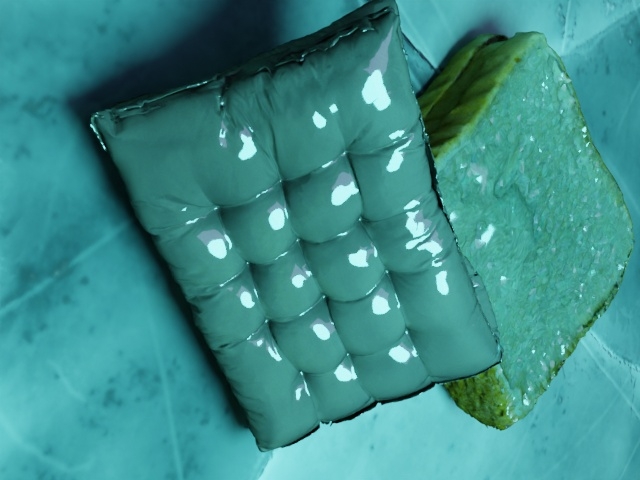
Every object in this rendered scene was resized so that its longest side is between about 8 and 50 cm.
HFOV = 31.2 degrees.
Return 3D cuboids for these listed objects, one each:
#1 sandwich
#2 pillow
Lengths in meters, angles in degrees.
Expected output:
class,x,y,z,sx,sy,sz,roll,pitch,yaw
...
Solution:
class,x,y,z,sx,sy,sz,roll,pitch,yaw
sandwich,0.169,-0.013,1.071,0.271,0.099,0.301,-47,124,-20
pillow,0.000,0.000,0.868,0.228,0.101,0.326,-20,116,4
